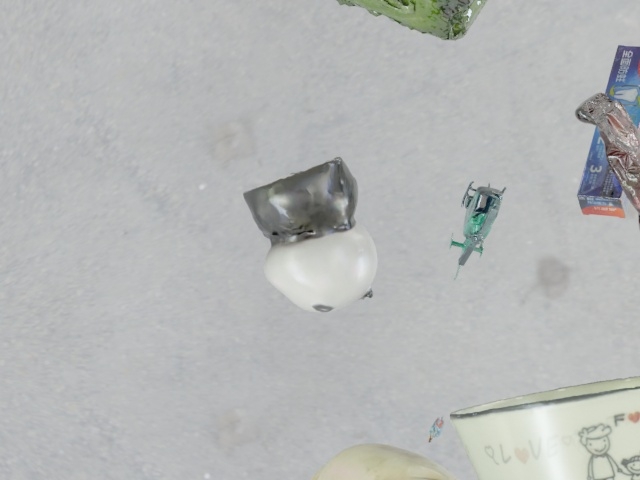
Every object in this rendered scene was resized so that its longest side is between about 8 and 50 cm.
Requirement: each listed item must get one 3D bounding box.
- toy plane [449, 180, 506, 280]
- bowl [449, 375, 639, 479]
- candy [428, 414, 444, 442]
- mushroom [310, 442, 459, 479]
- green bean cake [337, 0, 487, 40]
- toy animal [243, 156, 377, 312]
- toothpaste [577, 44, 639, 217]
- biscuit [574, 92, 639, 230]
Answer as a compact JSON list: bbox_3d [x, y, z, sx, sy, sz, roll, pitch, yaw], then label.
[{"bbox_3d":[0.260,-0.023,1.883,0.060,0.235,0.096,10,59,-4],"label":"toy plane"},{"bbox_3d":[0.239,0.188,0.986,0.237,0.238,0.126,-8,84,-23],"label":"bowl"},{"bbox_3d":[0.203,0.331,1.987,0.020,0.083,0.030,28,107,9],"label":"candy"},{"bbox_3d":[0.101,0.488,1.675,0.353,0.325,0.353,0,87,1],"label":"mushroom"},{"bbox_3d":[0.048,-0.273,0.899,0.214,0.200,0.113,28,67,20],"label":"green bean cake"},{"bbox_3d":[-0.007,-0.002,1.778,0.187,0.165,0.235,-25,102,-43],"label":"toy animal"},{"bbox_3d":[0.514,-0.190,1.937,0.066,0.076,0.320,56,49,-51],"label":"toothpaste"},{"bbox_3d":[0.471,-0.119,1.739,0.235,0.063,0.151,64,32,-9],"label":"biscuit"}]
